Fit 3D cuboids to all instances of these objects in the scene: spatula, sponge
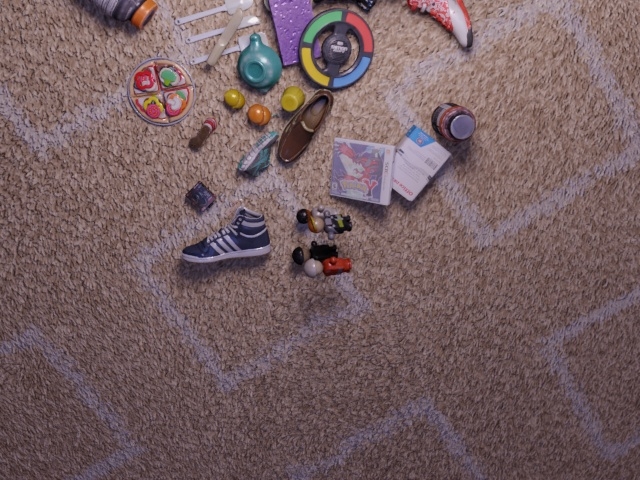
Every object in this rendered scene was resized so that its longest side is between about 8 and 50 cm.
[{"bbox_3d":[-0.290,-0.610,1.867,0.242,0.019,0.168,-17,108,3],"label":"spatula"},{"bbox_3d":[-0.074,-0.617,1.826,0.117,0.031,0.210,-18,125,-7],"label":"sponge"}]

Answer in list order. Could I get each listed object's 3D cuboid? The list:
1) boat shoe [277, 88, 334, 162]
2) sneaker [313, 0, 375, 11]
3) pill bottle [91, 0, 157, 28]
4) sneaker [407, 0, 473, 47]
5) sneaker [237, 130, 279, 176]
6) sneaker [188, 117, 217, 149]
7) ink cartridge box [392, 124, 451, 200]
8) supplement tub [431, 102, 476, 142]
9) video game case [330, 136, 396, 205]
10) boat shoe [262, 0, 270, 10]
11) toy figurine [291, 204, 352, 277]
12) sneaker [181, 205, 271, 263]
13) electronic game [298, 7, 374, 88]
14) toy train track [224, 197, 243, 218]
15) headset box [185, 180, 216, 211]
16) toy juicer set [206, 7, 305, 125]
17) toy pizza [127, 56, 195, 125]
[{"bbox_3d":[-0.051,-0.344,1.918,0.095,0.095,0.257,29,104,-10],"label":"boat shoe"},{"bbox_3d":[0.087,-0.691,1.797,0.217,0.079,0.121,-33,105,-13],"label":"sneaker"},{"bbox_3d":[-0.577,-0.700,1.771,0.246,0.130,0.130,37,102,-13],"label":"pill bottle"},{"bbox_3d":[0.335,-0.666,1.837,0.145,0.090,0.269,-21,103,5],"label":"sneaker"},{"bbox_3d":[-0.178,-0.264,1.966,0.076,0.065,0.166,37,106,-29],"label":"sneaker"},{"bbox_3d":[-0.356,-0.328,1.947,0.042,0.067,0.118,39,132,-15],"label":"sneaker"},{"bbox_3d":[0.285,-0.240,1.970,0.140,0.082,0.190,36,105,-12],"label":"ink cartridge box"},{"bbox_3d":[0.396,-0.346,1.880,0.106,0.198,0.105,-1,108,-3],"label":"supplement tub"},{"bbox_3d":[0.127,-0.213,1.953,0.202,0.023,0.183,13,109,27],"label":"video game case"},{"bbox_3d":[-0.079,-0.750,1.803,0.228,0.068,0.081,-43,123,11],"label":"boat shoe"},{"bbox_3d":[0.000,0.000,1.967,0.148,0.213,0.209,-4,109,-15],"label":"toy figurine"},{"bbox_3d":[-0.301,-0.020,2.004,0.283,0.099,0.153,-7,116,-7],"label":"sneaker"},{"bbox_3d":[0.047,-0.555,1.853,0.230,0.048,0.229,-8,119,-14],"label":"electronic game"},{"bbox_3d":[-0.277,-0.101,2.029,0.048,0.014,0.083,43,102,-13],"label":"toy train track"},{"bbox_3d":[-0.372,-0.137,2.005,0.062,0.032,0.083,-43,102,10],"label":"headset box"},{"bbox_3d":[-0.211,-0.492,1.882,0.209,0.089,0.329,-27,111,25],"label":"toy juicer set"},{"bbox_3d":[-0.476,-0.444,1.905,0.202,0.032,0.201,-1,107,-2],"label":"toy pizza"}]
